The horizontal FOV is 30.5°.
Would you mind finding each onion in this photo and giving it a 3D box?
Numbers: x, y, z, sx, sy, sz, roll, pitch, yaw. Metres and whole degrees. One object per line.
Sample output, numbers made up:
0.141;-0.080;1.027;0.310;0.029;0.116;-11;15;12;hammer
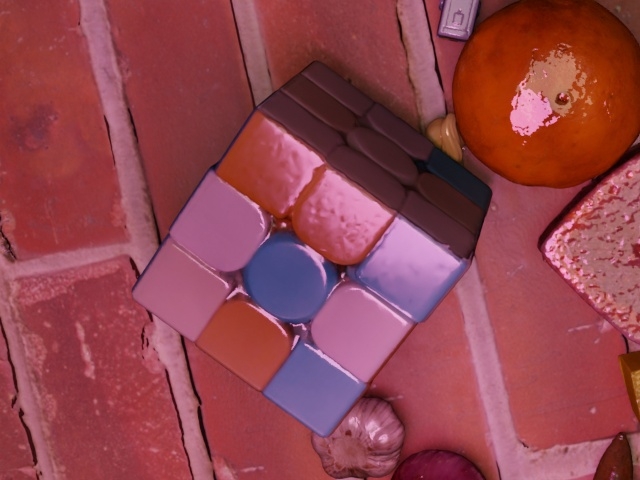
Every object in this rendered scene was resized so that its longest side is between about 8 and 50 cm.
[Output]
0.188;0.407;1.826;0.177;0.177;0.153;27;57;2;onion

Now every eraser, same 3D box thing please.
0.491;0.226;1.785;0.045;0.122;0.097;-15;96;6;eraser

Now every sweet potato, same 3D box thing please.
0.462;0.478;1.845;0.108;0.079;0.346;-12;100;-5;sweet potato

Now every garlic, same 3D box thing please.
0.062;0.308;1.853;0.147;0.102;0.159;44;123;-3;garlic

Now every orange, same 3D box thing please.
0.332;-0.212;1.694;0.284;0.226;0.284;2;103;7;orange

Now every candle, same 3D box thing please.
0.471;0.003;1.756;0.287;0.131;0.317;3;97;9;candle

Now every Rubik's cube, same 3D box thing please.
0.000;0.000;1.665;0.346;0.347;0.344;38;112;1;Rubik's cube

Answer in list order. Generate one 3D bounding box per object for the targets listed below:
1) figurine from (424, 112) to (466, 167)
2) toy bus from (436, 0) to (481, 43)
0.189;-0.107;1.801;0.083;0.083;0.187;8;108;5;figurine
0.217;-0.393;1.755;0.064;0.075;0.190;12;100;5;toy bus
